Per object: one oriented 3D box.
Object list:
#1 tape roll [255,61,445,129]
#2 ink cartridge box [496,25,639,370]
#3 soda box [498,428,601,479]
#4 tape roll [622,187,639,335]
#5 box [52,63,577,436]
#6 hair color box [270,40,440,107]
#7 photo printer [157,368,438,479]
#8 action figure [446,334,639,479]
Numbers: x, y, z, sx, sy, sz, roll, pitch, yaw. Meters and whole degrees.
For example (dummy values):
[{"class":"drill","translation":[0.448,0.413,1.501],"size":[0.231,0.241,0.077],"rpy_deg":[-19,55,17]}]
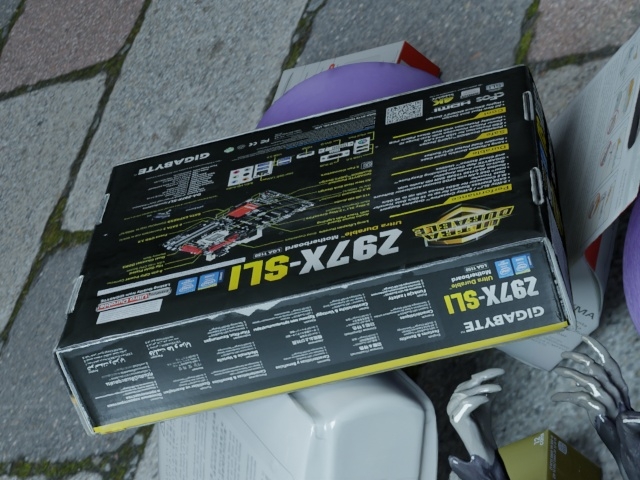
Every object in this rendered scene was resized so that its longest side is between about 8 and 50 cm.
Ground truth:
[{"class":"tape roll","translation":[0.038,-0.039,1.455],"size":[0.189,0.189,0.080],"rpy_deg":[-39,34,22]},{"class":"ink cartridge box","translation":[0.198,-0.039,1.285],"size":[0.232,0.066,0.189],"rpy_deg":[-47,22,56]},{"class":"soda box","translation":[0.139,0.217,1.199],"size":[0.058,0.061,0.181],"rpy_deg":[-26,41,36]},{"class":"tape roll","translation":[0.321,-0.011,1.152],"size":[0.275,0.090,0.275],"rpy_deg":[-33,37,29]},{"class":"box","translation":[0.000,0.000,1.262],"size":[0.322,0.079,0.257],"rpy_deg":[-14,30,10]},{"class":"hair color box","translation":[0.022,-0.115,1.678],"size":[0.167,0.053,0.093],"rpy_deg":[-7,56,48]},{"class":"photo printer","translation":[-0.030,0.165,1.330],"size":[0.307,0.107,0.256],"rpy_deg":[-141,50,-59]},{"class":"action figure","translation":[0.152,0.123,1.070],"size":[0.275,0.164,0.141],"rpy_deg":[-36,79,30]}]
